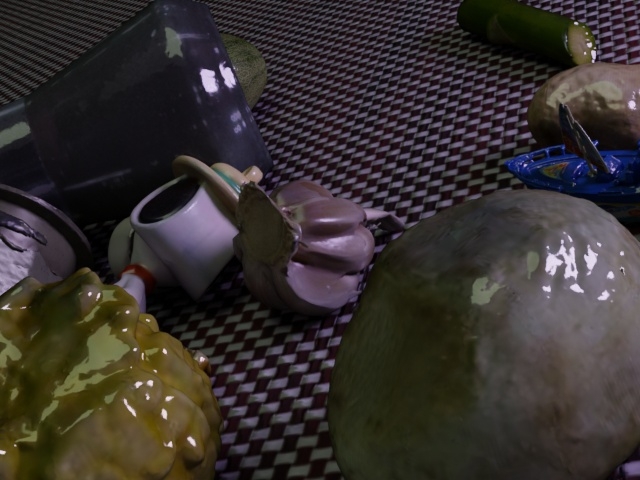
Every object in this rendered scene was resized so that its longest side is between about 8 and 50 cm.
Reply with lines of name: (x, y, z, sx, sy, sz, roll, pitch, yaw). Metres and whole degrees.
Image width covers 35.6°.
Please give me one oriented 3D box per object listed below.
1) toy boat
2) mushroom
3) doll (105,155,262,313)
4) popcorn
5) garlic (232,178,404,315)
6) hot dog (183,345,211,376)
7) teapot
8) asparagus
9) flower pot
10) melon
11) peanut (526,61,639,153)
toy boat: (0.239, -0.079, 0.908, 0.175, 0.110, 0.091, 5, 39, 44)
mushroom: (0.118, 0.071, 0.687, 0.267, 0.164, 0.189, -21, 28, 5)
doll: (-0.157, 0.039, 0.996, 0.208, 0.144, 0.271, -34, 19, 26)
popcorn: (-0.194, 0.138, 0.743, 0.249, 0.225, 0.249, -14, 35, 10)
garlic: (0.000, 0.000, 0.966, 0.131, 0.127, 0.194, 27, 27, 33)
hot dog: (-0.121, 0.119, 0.918, 0.030, 0.034, 0.090, -45, 15, -17)
teapot: (-0.248, -0.114, 1.194, 0.344, 0.300, 0.253, -21, 73, 0)
asparagus: (0.260, -0.272, 1.270, 0.067, 0.060, 0.277, -21, 28, -17)
flower pot: (-0.342, 0.080, 0.982, 0.212, 0.212, 0.202, -14, 51, 17)
melon: (-0.167, -0.216, 1.403, 0.192, 0.139, 0.139, -29, 29, -18)
peanut: (0.315, -0.132, 0.970, 0.228, 0.085, 0.104, -6, 42, 25)
